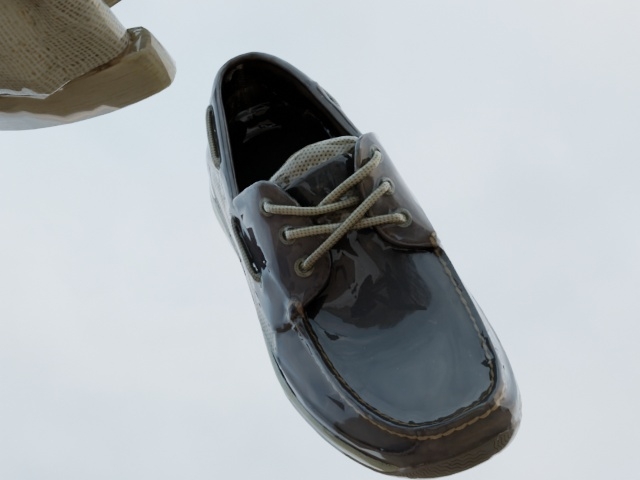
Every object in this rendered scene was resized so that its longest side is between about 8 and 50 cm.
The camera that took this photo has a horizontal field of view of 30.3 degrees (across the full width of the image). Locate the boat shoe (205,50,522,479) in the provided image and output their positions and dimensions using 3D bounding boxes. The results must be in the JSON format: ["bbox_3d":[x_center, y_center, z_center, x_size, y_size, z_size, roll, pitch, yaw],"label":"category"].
[{"bbox_3d":[0.000,0.000,0.738,0.132,0.355,0.130,-29,-46,-9],"label":"boat shoe"}]

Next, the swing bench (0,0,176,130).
[{"bbox_3d":[-0.107,-0.182,0.326,0.255,0.165,0.253,-45,-39,-1],"label":"swing bench"}]
